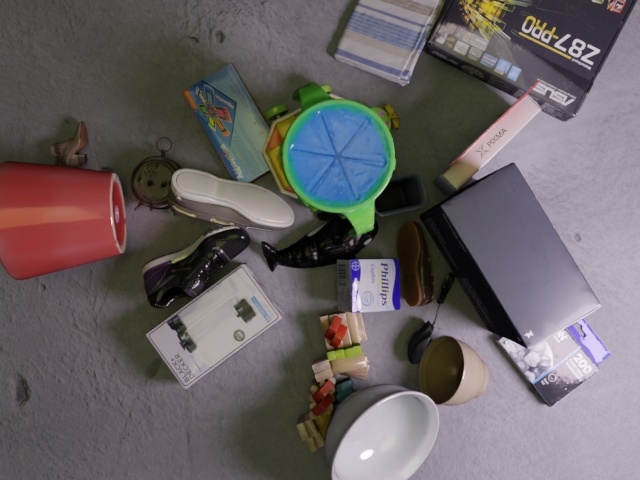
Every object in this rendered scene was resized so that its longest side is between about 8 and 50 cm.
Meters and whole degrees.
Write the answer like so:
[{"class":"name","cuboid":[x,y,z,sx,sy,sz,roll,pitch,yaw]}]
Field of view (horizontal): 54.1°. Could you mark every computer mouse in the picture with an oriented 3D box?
[{"class":"computer mouse","cuboid":[0.264,0.185,1.514,0.041,0.071,0.242,23,88,10]}]

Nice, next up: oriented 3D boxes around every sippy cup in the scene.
[{"class":"sippy cup","cuboid":[0.029,-0.173,1.371,0.240,0.224,0.305,13,90,-4]}]

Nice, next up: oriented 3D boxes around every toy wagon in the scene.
[{"class":"toy wagon","cuboid":[0.035,-0.240,1.516,0.344,0.068,0.267,-26,93,-3]}]

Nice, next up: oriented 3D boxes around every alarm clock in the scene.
[{"class":"alarm clock","cuboid":[-0.396,-0.162,1.542,0.129,0.064,0.192,7,86,2]}]

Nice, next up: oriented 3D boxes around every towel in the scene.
[{"class":"towel","cuboid":[0.176,-0.537,1.535,0.209,0.034,0.285,24,88,16]}]

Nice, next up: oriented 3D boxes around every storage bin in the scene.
[{"class":"storage bin","cuboid":[0.167,-0.110,1.497,0.135,0.091,0.098,-13,90,-18]}]

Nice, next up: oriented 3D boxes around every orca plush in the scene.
[{"class":"orca plush","cuboid":[0.000,0.000,1.506,0.287,0.102,0.151,-4,88,1]}]

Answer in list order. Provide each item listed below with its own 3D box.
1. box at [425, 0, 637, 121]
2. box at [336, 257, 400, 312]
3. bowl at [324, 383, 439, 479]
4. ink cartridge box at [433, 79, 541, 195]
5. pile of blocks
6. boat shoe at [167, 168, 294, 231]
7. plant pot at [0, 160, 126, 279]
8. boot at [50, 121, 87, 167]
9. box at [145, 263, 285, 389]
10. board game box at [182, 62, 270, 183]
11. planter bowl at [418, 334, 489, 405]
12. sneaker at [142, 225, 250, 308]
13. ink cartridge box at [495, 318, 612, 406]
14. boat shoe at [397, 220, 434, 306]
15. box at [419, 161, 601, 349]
[{"class":"box","cuboid":[0.499,-0.517,1.510,0.395,0.097,0.318,28,93,3]},{"class":"box","cuboid":[0.114,0.104,1.491,0.137,0.072,0.126,-1,89,-27]},{"class":"bowl","cuboid":[0.118,0.440,1.448,0.298,0.134,0.297,-15,121,-27]},{"class":"ink cartridge box","cuboid":[0.390,-0.225,1.434,0.275,0.239,0.060,-44,88,0]},{"class":"pile of blocks","cuboid":[0.037,0.336,1.492,0.149,0.112,0.362,12,89,2]},{"class":"boat shoe","cuboid":[-0.215,-0.083,1.510,0.305,0.091,0.109,17,49,-16]},{"class":"plant pot","cuboid":[-0.591,-0.054,1.458,0.243,0.275,0.275,-5,89,-9]},{"class":"boot","cuboid":[-0.627,-0.235,1.557,0.087,0.042,0.118,-2,88,3]},{"class":"box","cuboid":[-0.250,0.205,1.514,0.290,0.087,0.169,-35,88,1]},{"class":"board game box","cuboid":[-0.210,-0.283,1.555,0.145,0.027,0.281,-30,88,-1]},{"class":"planter bowl","cuboid":[0.324,0.315,1.476,0.109,0.162,0.162,19,89,-25]},{"class":"sneaker","cuboid":[-0.284,0.075,1.490,0.283,0.107,0.124,-27,51,8]},{"class":"ink cartridge box","cuboid":[0.570,0.259,1.516,0.208,0.045,0.206,-38,88,-1]},{"class":"boat shoe","cuboid":[0.235,0.056,1.521,0.073,0.073,0.207,-5,93,-39]},{"class":"box","cuboid":[0.401,0.034,1.391,0.179,0.312,0.343,-31,89,1]}]
